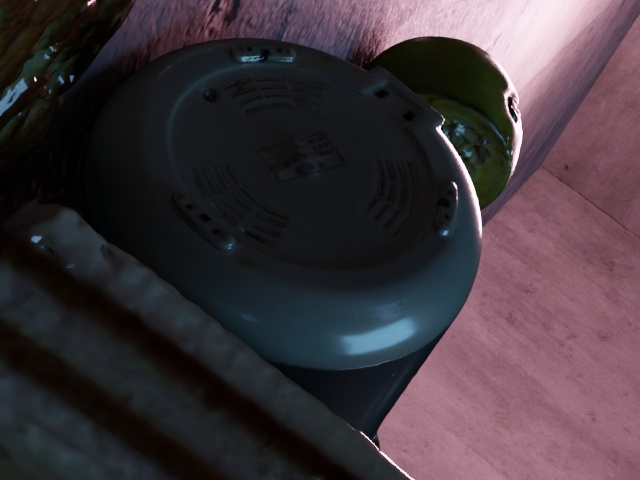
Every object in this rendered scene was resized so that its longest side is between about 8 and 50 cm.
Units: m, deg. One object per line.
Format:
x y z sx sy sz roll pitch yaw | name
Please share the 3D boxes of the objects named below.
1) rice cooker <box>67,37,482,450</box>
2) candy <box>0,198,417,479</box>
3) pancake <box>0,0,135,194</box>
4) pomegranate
-0.052 0.026 0.790 0.288 0.288 0.277 -41 166 -41 | rice cooker
-0.105 0.133 0.623 0.179 0.321 0.135 -38 -161 44 | candy
-0.186 -0.033 0.466 0.427 0.067 0.305 -44 -172 40 | pancake
0.115 -0.118 1.204 0.159 0.190 0.240 -75 -173 -45 | pomegranate
